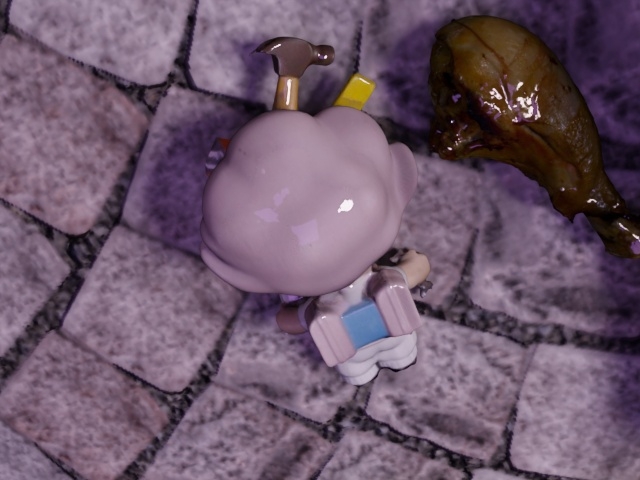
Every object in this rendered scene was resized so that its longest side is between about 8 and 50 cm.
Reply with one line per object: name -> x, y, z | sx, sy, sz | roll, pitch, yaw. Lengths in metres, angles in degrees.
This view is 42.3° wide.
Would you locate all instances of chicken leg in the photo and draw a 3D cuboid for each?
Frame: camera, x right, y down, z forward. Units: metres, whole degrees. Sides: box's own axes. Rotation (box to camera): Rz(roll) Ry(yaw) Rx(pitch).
chicken leg -> 0.124, -0.051, 0.479 | 0.178, 0.070, 0.093 | 40, 131, -17

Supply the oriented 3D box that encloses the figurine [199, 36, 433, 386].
figurine -> 0.000, 0.000, 0.496 | 0.137, 0.112, 0.229 | -18, 121, 10
